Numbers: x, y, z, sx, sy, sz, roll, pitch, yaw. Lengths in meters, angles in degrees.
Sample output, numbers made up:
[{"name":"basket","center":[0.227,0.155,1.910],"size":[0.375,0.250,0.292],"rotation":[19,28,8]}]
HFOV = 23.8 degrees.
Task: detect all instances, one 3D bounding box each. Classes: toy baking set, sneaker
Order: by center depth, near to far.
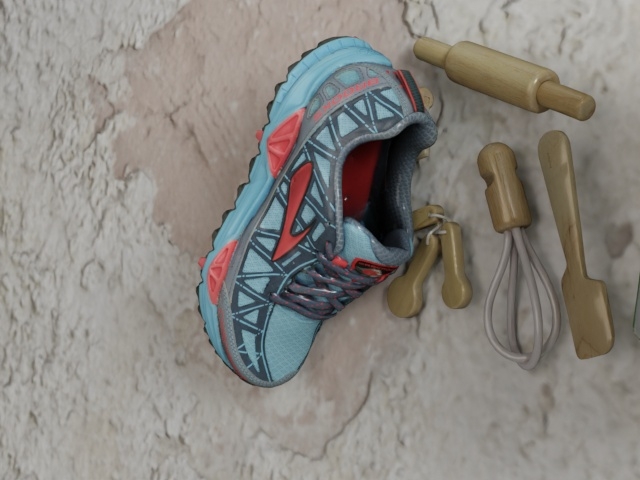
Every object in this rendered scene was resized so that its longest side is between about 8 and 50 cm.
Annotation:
[{"name":"toy baking set","center":[0.114,-0.026,1.000],"size":[0.256,0.030,0.197],"rotation":[23,108,48]},{"name":"sneaker","center":[0.000,0.000,1.036],"size":[0.125,0.104,0.262],"rotation":[39,120,41]}]

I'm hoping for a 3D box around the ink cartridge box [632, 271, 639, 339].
[{"name":"ink cartridge box","center":[0.297,-0.030,0.674],"size":[0.278,0.117,0.201],"rotation":[8,93,4]}]
